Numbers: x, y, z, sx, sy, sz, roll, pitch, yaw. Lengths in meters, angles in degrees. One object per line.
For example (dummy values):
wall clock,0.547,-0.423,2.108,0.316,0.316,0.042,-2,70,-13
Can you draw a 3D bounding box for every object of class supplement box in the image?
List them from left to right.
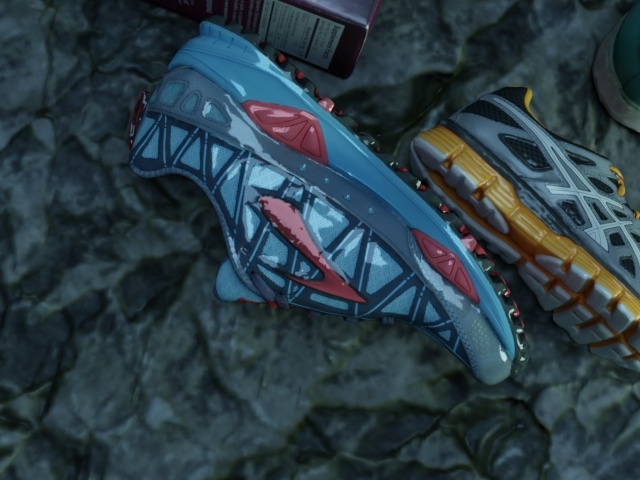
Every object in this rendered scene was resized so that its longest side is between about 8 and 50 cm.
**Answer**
supplement box,-0.047,-0.186,0.572,0.188,0.081,0.104,20,78,-3

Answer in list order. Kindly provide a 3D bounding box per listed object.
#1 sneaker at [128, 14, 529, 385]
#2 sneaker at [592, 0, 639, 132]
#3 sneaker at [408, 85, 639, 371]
sneaker,0.000,0.000,0.551,0.262,0.104,0.125,43,95,6
sneaker,0.298,-0.191,0.594,0.108,0.121,0.302,42,77,2
sneaker,0.153,-0.006,0.565,0.215,0.084,0.083,45,73,4
